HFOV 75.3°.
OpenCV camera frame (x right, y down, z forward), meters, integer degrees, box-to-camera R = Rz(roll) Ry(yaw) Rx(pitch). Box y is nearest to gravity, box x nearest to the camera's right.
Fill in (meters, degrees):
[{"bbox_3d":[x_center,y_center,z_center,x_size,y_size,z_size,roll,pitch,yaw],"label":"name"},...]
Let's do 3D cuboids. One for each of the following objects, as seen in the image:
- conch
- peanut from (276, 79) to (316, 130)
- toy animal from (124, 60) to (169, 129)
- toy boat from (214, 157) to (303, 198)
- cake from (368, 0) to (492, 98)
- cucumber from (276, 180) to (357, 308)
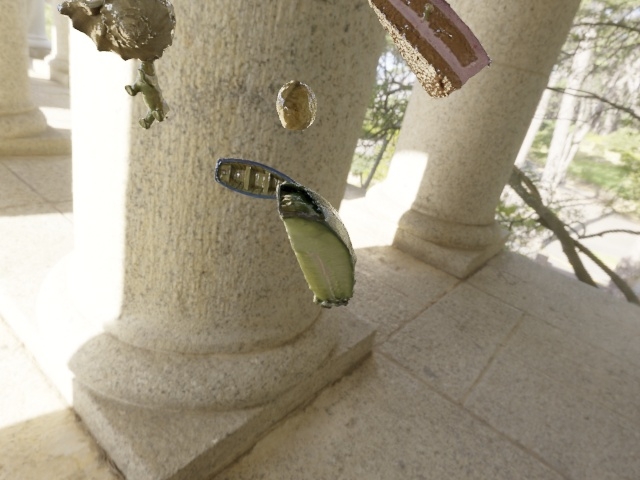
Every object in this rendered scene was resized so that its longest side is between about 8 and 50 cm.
[{"bbox_3d":[-0.508,-0.560,1.061,0.263,0.186,0.324,-4,27,-19],"label":"conch"},{"bbox_3d":[-0.079,-0.436,1.358,0.141,0.159,0.109,27,-17,-18],"label":"peanut"},{"bbox_3d":[-0.512,-0.452,1.249,0.103,0.218,0.101,8,41,23],"label":"toy animal"},{"bbox_3d":[-0.133,-0.136,0.939,0.229,0.080,0.046,14,14,16],"label":"toy boat"},{"bbox_3d":[0.210,-0.410,0.830,0.295,0.116,0.113,58,0,9],"label":"cake"},{"bbox_3d":[0.001,-0.003,0.724,0.105,0.325,0.145,-14,60,4],"label":"cucumber"}]
